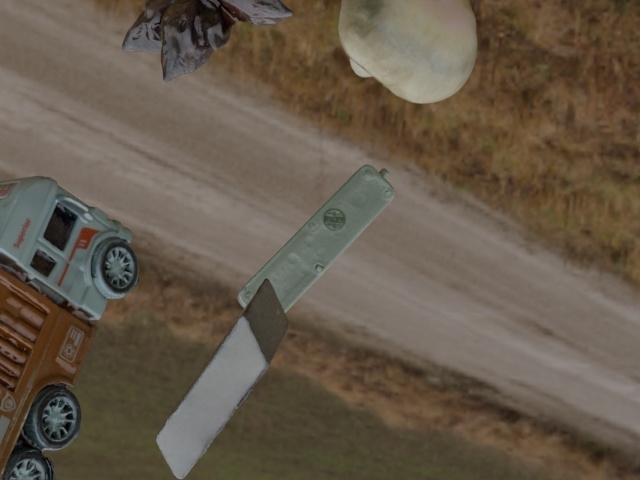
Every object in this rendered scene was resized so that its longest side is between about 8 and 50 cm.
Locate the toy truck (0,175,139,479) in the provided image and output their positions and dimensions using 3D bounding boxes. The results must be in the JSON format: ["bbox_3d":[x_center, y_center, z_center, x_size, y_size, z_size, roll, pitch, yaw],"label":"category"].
[{"bbox_3d":[-0.286,0.087,0.909,0.136,0.305,0.162,-4,145,34],"label":"toy truck"}]

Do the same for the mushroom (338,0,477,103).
[{"bbox_3d":[0.130,-0.345,1.819,0.254,0.260,0.234,-3,161,-37],"label":"mushroom"}]

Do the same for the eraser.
[{"bbox_3d":[-0.148,0.212,1.602,0.077,0.111,0.352,33,125,-4],"label":"eraser"}]

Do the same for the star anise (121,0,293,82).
[{"bbox_3d":[-0.159,-0.356,1.579,0.315,0.315,0.108,-2,145,32],"label":"star anise"}]

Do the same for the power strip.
[{"bbox_3d":[0.000,0.000,2.047,0.091,0.385,0.062,45,166,-3],"label":"power strip"}]
